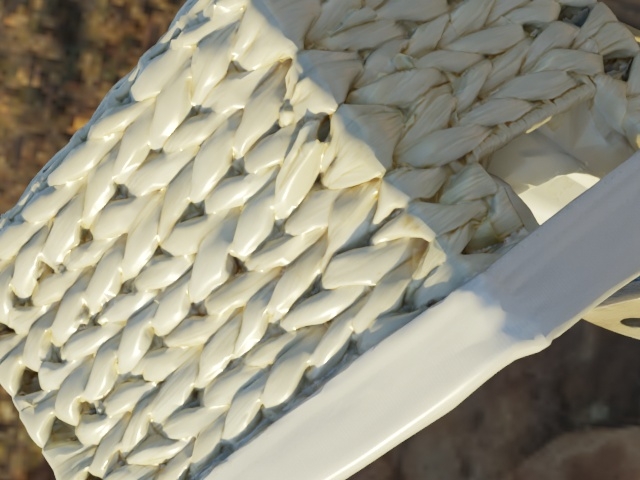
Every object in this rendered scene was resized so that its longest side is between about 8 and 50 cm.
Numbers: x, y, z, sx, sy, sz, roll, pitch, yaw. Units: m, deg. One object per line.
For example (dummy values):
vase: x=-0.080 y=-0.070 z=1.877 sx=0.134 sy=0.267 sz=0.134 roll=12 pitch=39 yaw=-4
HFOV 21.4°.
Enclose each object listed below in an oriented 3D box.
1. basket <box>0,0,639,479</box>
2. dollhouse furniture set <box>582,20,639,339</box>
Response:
basket: x=0.000 y=0.000 z=0.418 sx=0.103 sy=0.113 sz=0.167 roll=56 pitch=134 yaw=5
dollhouse furniture set: x=0.160 y=-0.038 z=0.911 sx=0.129 sy=0.183 sz=0.129 roll=-21 pitch=56 yaw=53
